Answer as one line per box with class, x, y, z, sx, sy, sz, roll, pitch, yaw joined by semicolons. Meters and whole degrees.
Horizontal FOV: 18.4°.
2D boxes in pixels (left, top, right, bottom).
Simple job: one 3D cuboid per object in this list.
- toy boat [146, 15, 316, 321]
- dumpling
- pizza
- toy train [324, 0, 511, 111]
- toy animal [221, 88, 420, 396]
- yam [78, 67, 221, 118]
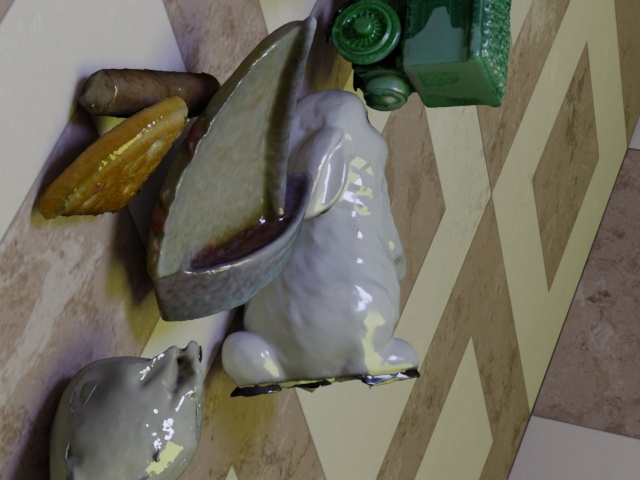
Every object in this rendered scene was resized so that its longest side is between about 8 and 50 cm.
toy boat;-0.100;-0.054;2.043;0.276;0.111;0.293;-48;148;-32
dumpling;-0.202;0.198;1.923;0.247;0.142;0.172;-48;178;-30
pizza;-0.194;-0.070;1.868;0.178;0.041;0.131;-44;167;-13
toy train;0.121;-0.280;2.373;0.145;0.202;0.266;53;38;-61
toy animal;0.000;0.000;2.301;0.258;0.194;0.357;-2;87;-45
yam;-0.164;-0.145;1.936;0.241;0.057;0.056;-12;112;-67
